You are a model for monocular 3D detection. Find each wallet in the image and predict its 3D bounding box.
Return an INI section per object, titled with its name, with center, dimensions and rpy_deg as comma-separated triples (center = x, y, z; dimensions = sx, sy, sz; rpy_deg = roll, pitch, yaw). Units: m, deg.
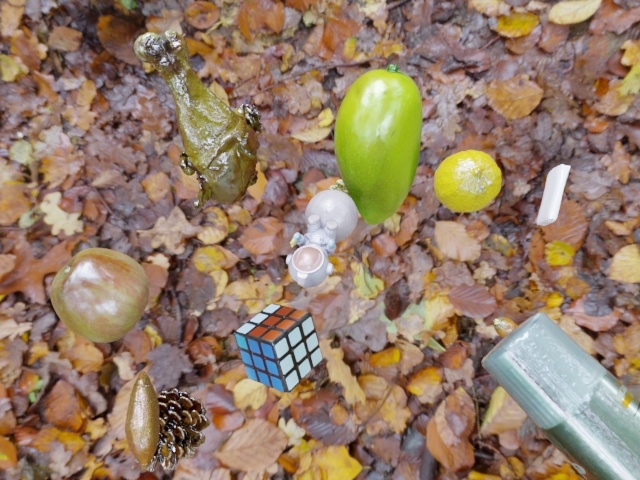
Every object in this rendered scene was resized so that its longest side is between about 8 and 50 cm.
[wallet]
center = 0.697, -0.137, 1.309
dimensions = 0.033, 0.095, 0.190
rpy_deg = 17, 81, 3

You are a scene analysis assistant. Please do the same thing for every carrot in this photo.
[carrot]
center = 0.626, 0.310, 1.304
dimensions = 0.271, 0.062, 0.066
rpy_deg = 34, 96, -4

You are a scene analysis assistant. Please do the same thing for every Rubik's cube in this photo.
[Rubik's cube]
center = -0.113, 0.287, 1.187
dimensions = 0.160, 0.163, 0.162
rpy_deg = 5, 119, 40

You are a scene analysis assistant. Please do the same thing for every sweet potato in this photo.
[sweet potato]
center = -0.180, 0.180, 0.440
dimensions = 0.034, 0.034, 0.095
rpy_deg = -13, 72, 3

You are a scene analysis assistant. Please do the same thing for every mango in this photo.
[mango]
center = 0.114, -0.164, 0.861
dimensions = 0.156, 0.343, 0.192
rpy_deg = 24, 53, 28

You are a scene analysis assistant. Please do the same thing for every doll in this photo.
[doll]
center = 0.000, 0.000, 1.125
dimensions = 0.151, 0.151, 0.287
rpy_deg = 20, 57, 7

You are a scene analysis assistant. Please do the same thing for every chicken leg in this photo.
[chicken leg]
center = -0.217, -0.248, 0.904
dimensions = 0.140, 0.211, 0.361
rpy_deg = 13, 125, 38

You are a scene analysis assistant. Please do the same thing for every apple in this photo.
[apple]
center = -0.624, 0.151, 1.243
dimensions = 0.256, 0.234, 0.257
rpy_deg = -26, 41, 25

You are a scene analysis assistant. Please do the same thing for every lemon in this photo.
[lemon]
center = 0.405, -0.163, 1.205
dimensions = 0.180, 0.193, 0.181
rpy_deg = 6, 67, -14

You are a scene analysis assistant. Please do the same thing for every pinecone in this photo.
[pinecone]
center = -0.344, 0.429, 0.966
dimensions = 0.162, 0.165, 0.163
rpy_deg = 3, 102, 12

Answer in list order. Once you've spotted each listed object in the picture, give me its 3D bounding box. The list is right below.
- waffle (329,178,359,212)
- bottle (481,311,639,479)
[waffle]
center = 0.119, -0.150, 1.386
dimensions = 0.169, 0.183, 0.036
rpy_deg = -20, 52, 18
[bottle]
center = 0.269, 0.190, 0.369
dimensions = 0.082, 0.082, 0.286
rpy_deg = -40, 69, -2
